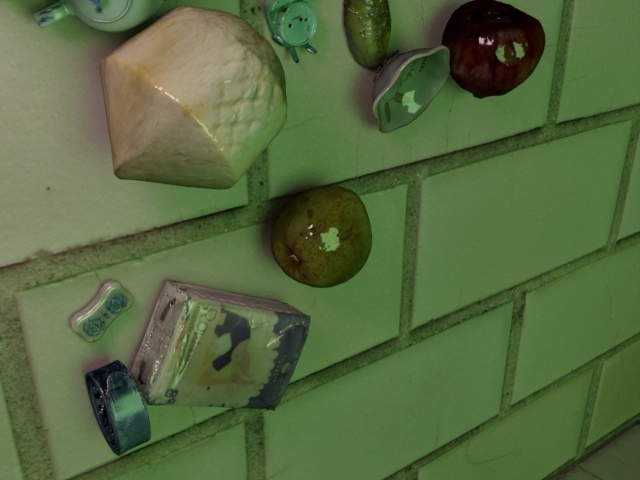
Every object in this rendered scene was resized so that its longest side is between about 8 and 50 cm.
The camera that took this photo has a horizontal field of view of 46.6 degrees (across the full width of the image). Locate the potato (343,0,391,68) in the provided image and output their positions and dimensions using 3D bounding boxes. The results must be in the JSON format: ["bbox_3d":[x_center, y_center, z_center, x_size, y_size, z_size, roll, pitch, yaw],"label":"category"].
[{"bbox_3d":[0.107,-0.450,1.546,0.119,0.054,0.197,-20,123,-35],"label":"potato"}]

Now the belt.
[{"bbox_3d":[-0.390,0.321,1.441,0.082,0.141,0.190,-24,122,-32],"label":"belt"}]

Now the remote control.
[{"bbox_3d":[-0.413,0.135,1.406,0.122,0.032,0.074,-48,134,-10],"label":"remote control"}]

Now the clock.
[{"bbox_3d":[-0.049,-0.418,1.435,0.101,0.041,0.135,-34,129,-23],"label":"clock"}]

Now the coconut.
[{"bbox_3d":[-0.223,-0.219,1.220,0.329,0.329,0.328,-19,122,-33],"label":"coconut"}]

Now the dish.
[{"bbox_3d":[0.179,-0.346,1.620,0.229,0.081,0.229,-35,155,-19],"label":"dish"}]

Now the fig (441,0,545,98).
[{"bbox_3d":[0.382,-0.430,1.673,0.224,0.224,0.263,-62,175,2],"label":"fig"}]

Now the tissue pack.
[{"bbox_3d":[-0.208,0.230,1.563,0.344,0.125,0.242,16,101,-41],"label":"tissue pack"}]

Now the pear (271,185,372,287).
[{"bbox_3d":[0.000,0.000,1.580,0.211,0.188,0.228,-25,127,-33],"label":"pear"}]

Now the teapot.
[{"bbox_3d":[-0.326,-0.382,1.120,0.232,0.159,0.159,-20,131,11],"label":"teapot"}]
